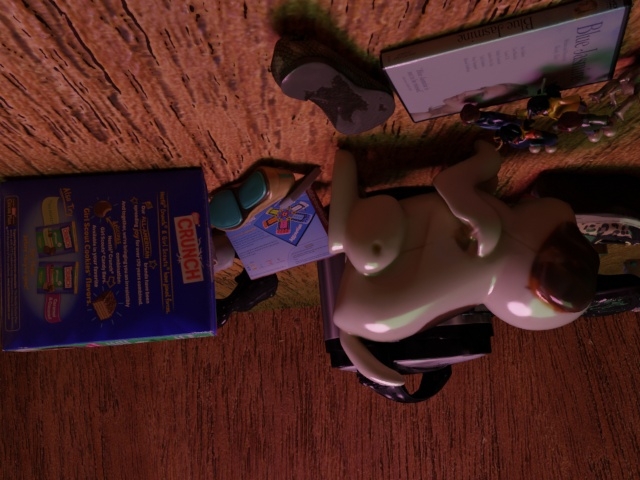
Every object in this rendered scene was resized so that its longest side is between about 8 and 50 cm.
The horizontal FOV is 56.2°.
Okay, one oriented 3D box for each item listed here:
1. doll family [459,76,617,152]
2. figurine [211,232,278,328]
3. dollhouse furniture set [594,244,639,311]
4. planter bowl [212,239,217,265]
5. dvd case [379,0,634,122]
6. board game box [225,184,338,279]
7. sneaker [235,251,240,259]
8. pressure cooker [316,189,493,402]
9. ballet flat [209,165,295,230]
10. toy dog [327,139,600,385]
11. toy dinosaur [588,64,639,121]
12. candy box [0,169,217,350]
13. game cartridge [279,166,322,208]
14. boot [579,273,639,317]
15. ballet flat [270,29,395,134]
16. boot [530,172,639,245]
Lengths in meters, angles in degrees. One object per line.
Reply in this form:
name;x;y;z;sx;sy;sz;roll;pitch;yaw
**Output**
doll family;0.260;-0.148;0.744;0.111;0.076;0.193;-3;173;-39
figurine;-0.237;0.091;1.314;0.209;0.215;0.092;-34;151;-48
dollhouse furniture set;0.804;0.069;1.530;0.286;0.304;0.198;-7;167;9
planter bowl;-0.290;-0.003;1.203;0.162;0.109;0.162;-4;168;-1
dvd case;0.212;-0.201;0.698;0.253;0.022;0.180;-10;167;19
board game box;-0.084;-0.012;1.184;0.281;0.145;0.027;-18;-166;47
sneaker;-0.149;0.014;1.399;0.097;0.084;0.234;6;164;-34
pressure cooker;0.181;0.135;1.302;0.369;0.421;0.375;-1;167;-16
ballet flat;-0.121;-0.069;1.053;0.073;0.080;0.232;-13;176;-37
toy dog;0.226;0.031;0.957;0.407;0.396;0.284;1;160;11
toy dinosaur;0.376;-0.192;0.717;0.092;0.053;0.183;-45;167;10
candy box;-0.335;0.035;0.979;0.317;0.268;0.122;-4;171;-6
game cartridge;-0.033;-0.090;1.012;0.017;0.083;0.056;46;151;-14
boot;0.593;0.048;1.451;0.347;0.260;0.131;-7;157;25
ballet flat;0.017;-0.176;0.682;0.084;0.058;0.250;-33;163;23
boot;0.557;-0.001;1.282;0.377;0.138;0.284;3;143;-18
